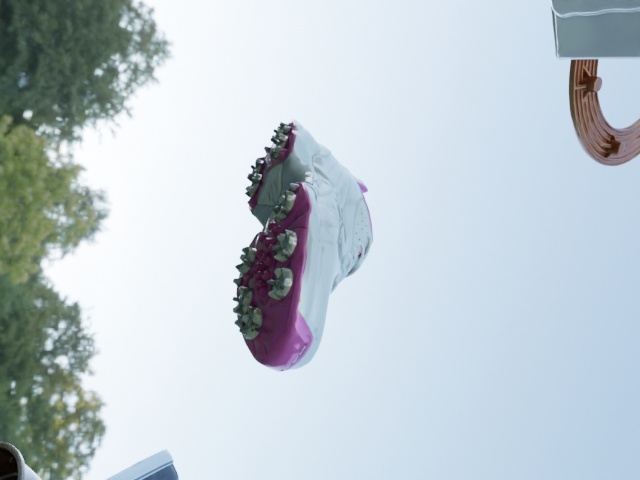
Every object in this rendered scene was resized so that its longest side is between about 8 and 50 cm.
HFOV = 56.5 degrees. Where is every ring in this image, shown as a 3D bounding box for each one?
[{"bbox_3d":[0.485,-0.276,0.894,0.032,0.336,0.336,26,-81,49],"label":"ring"}]

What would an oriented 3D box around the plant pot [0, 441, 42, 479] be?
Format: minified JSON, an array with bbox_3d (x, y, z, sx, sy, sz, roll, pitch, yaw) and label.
[{"bbox_3d":[-0.284,0.302,0.543,0.167,0.165,0.167,-21,-145,16],"label":"plant pot"}]

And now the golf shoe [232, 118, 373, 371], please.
[{"bbox_3d":[0.000,0.000,0.566,0.115,0.140,0.306,-46,-153,32],"label":"golf shoe"}]

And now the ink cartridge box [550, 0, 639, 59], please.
[{"bbox_3d":[0.307,-0.238,0.422,0.171,0.233,0.168,-141,-146,-66],"label":"ink cartridge box"}]

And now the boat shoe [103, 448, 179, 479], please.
[{"bbox_3d":[-0.256,0.333,0.726,0.080,0.228,0.076,-37,-103,22],"label":"boat shoe"}]
